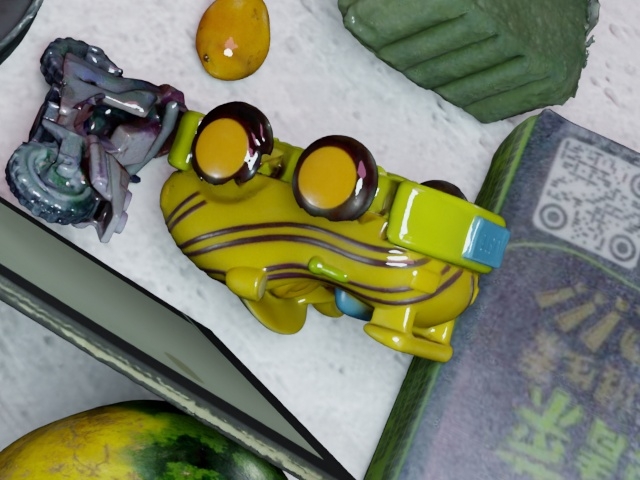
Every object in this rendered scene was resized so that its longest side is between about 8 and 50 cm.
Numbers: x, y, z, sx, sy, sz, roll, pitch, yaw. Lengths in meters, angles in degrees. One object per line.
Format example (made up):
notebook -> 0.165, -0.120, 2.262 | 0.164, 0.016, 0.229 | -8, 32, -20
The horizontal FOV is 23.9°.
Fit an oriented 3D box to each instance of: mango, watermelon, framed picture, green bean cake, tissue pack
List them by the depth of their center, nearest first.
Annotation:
watermelon -> -0.123, 0.223, 0.886 | 0.269, 0.269, 0.269 | 7, 67, -16
framed picture -> -0.135, 0.035, 0.909 | 0.347, 0.265, 0.016 | 37, 91, -37
tissue pack -> 0.207, 0.130, 1.121 | 0.288, 0.124, 0.394 | 26, 63, -5
mango -> -0.066, -0.164, 1.194 | 0.060, 0.046, 0.089 | 30, 49, -8
green bean cake -> 0.123, -0.229, 1.207 | 0.223, 0.125, 0.227 | 26, 63, -36

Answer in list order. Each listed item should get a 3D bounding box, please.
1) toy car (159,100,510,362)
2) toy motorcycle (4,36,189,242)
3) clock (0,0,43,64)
toy car -> 0.000, 0.000, 1.059 | 0.248, 0.200, 0.142 | 19, 90, 31
toy motorcycle -> -0.156, -0.069, 1.082 | 0.122, 0.082, 0.213 | 21, 34, -13
clock -> -0.335, -0.225, 1.118 | 0.281, 0.055, 0.280 | 7, 67, -17
